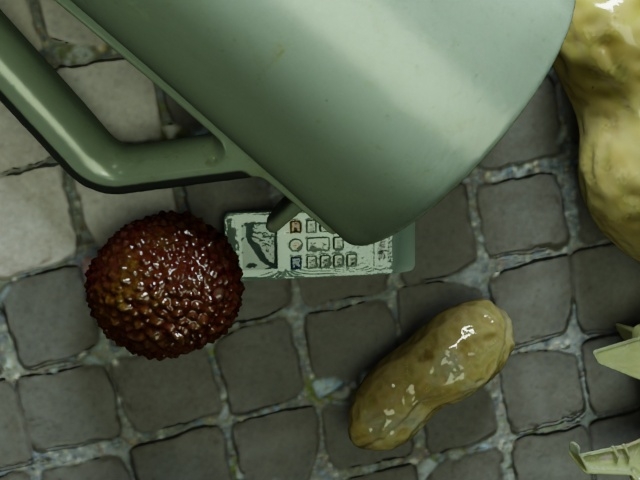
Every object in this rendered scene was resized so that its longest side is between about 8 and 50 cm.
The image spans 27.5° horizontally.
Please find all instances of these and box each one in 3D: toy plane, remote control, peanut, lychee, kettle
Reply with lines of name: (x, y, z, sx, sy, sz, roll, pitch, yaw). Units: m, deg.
toy plane: (0.335, 0.165, 1.182, 0.229, 0.092, 0.244, -36, 107, -15)
remote control: (0.000, 0.000, 1.096, 0.162, 0.029, 0.061, -2, 104, -7)
peanut: (0.273, -0.087, 1.073, 0.147, 0.147, 0.319, -29, 112, -3)
lychee: (-0.120, 0.035, 1.030, 0.123, 0.129, 0.123, 0, 90, -28)
kettle: (-0.074, -0.173, 0.947, 0.377, 0.250, 0.361, 38, 120, -16)
peanut: (0.093, 0.117, 1.121, 0.174, 0.080, 0.080, -40, 109, 0)
